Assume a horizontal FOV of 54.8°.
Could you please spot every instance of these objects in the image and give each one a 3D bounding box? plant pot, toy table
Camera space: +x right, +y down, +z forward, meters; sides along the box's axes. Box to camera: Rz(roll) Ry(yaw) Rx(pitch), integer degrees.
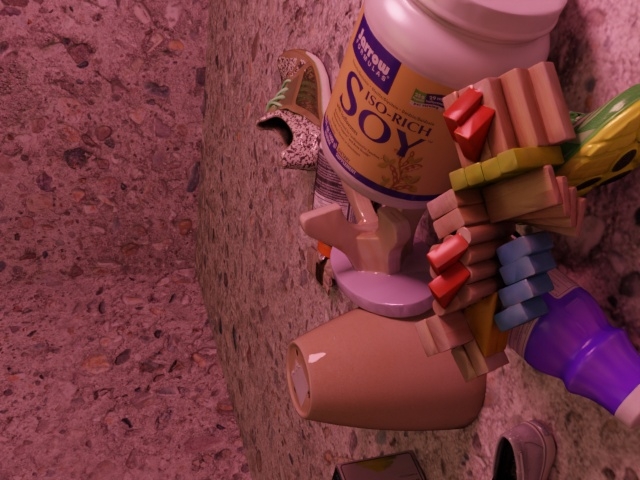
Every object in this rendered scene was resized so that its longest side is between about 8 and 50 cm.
[{"bbox_3d":[0.090,0.216,1.046,0.256,0.274,0.256,174,90,-69],"label":"plant pot"},{"bbox_3d":[0.102,-0.009,1.057,0.274,0.252,0.160,35,144,53],"label":"toy table"}]

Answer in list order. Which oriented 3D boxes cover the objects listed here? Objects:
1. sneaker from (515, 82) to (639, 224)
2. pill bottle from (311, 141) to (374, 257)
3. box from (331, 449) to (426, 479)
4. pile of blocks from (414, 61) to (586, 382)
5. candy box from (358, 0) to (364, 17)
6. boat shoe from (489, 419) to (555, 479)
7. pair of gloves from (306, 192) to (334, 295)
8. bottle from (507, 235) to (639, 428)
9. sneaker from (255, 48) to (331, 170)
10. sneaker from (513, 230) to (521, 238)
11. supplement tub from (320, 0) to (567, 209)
[{"bbox_3d":[0.274,-0.107,0.719,0.295,0.110,0.123,136,122,-64],"label":"sneaker"},{"bbox_3d":[0.048,-0.083,1.290,0.130,0.131,0.245,-125,36,-53],"label":"pill bottle"},{"bbox_3d":[0.097,0.558,1.259,0.087,0.169,0.289,-115,27,-47],"label":"box"},{"bbox_3d":[0.177,-0.002,0.652,0.149,0.113,0.361,18,113,49],"label":"pile of blocks"},{"bbox_3d":[0.128,-0.370,1.098,0.164,0.070,0.196,-122,33,-50],"label":"candy box"},{"bbox_3d":[0.268,0.359,0.880,0.079,0.081,0.227,-136,46,-60],"label":"boat shoe"},{"bbox_3d":[0.000,0.000,1.559,0.204,0.042,0.240,-139,49,-62],"label":"pair of gloves"},{"bbox_3d":[0.270,0.095,0.733,0.283,0.092,0.118,45,154,37],"label":"bottle"},{"bbox_3d":[-0.069,-0.316,1.469,0.158,0.182,0.410,110,149,-48],"label":"sneaker"},{"bbox_3d":[0.285,0.032,0.823,0.057,0.047,0.119,-53,53,52],"label":"sneaker"},{"bbox_3d":[0.151,-0.225,0.831,0.331,0.241,0.241,113,146,-52],"label":"supplement tub"}]
